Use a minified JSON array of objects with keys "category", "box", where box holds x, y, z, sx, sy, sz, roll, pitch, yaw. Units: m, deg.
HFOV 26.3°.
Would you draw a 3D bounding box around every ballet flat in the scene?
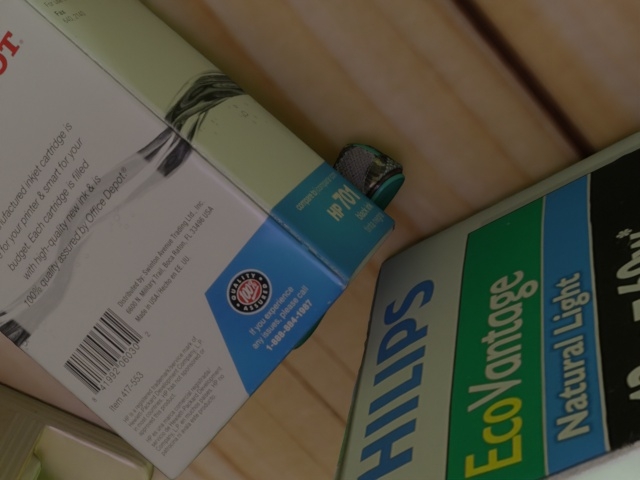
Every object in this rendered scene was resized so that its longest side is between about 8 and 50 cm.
[{"category":"ballet flat","box":[0.000,0.000,0.651,0.041,0.041,0.114,26,119,-6]}]

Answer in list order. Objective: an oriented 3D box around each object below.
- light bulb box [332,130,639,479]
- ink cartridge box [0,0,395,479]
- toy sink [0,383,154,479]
[{"category":"light bulb box","box":[0.250,0.119,0.564,0.361,0.225,0.358,-27,112,23]},{"category":"ink cartridge box","box":[-0.086,-0.012,0.607,0.191,0.082,0.139,42,118,2]},{"category":"toy sink","box":[-0.230,0.158,0.718,0.234,0.131,0.153,25,120,-6]}]
